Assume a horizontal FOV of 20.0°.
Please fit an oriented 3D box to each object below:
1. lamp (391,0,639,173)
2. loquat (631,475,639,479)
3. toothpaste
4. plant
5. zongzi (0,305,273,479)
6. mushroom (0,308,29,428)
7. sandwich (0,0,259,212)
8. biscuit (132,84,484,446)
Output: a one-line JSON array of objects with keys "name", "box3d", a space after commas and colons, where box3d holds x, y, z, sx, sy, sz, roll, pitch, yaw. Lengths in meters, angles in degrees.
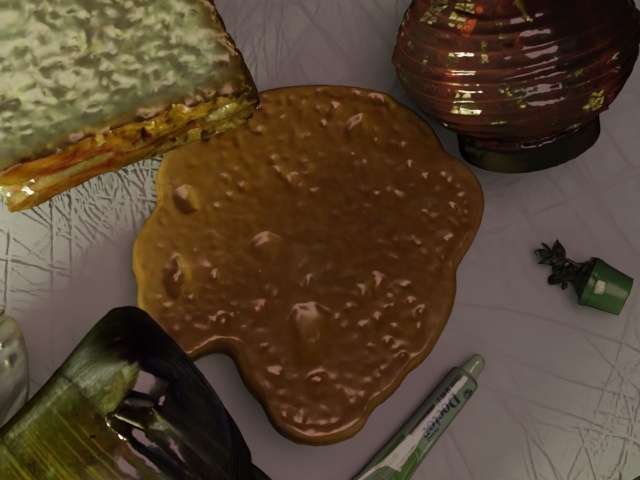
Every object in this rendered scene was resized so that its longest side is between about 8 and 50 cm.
[{"name": "lamp", "box3d": [0.184, -0.192, 1.719, 0.247, 0.247, 0.247, 1, 83, -11]}, {"name": "loquat", "box3d": [0.345, 0.328, 1.716, 0.179, 0.179, 0.227, -20, 85, -13]}, {"name": "toothpaste", "box3d": [0.095, 0.188, 1.755, 0.048, 0.029, 0.197, 41, 80, -4]}, {"name": "plant", "box3d": [0.257, 0.036, 1.799, 0.102, 0.051, 0.051, 25, 78, 6]}, {"name": "zongzi", "box3d": [-0.182, 0.333, 1.621, 0.403, 0.208, 0.432, -40, 122, -1]}, {"name": "mushroom", "box3d": [-0.389, 0.206, 1.619, 0.351, 0.097, 0.109, -43, 125, -9]}, {"name": "sandwich", "box3d": [-0.237, -0.215, 1.670, 0.262, 0.131, 0.325, -23, 81, -11]}, {"name": "biscuit", "box3d": [-0.018, 0.013, 1.712, 0.312, 0.057, 0.351, 15, 70, 4]}]
